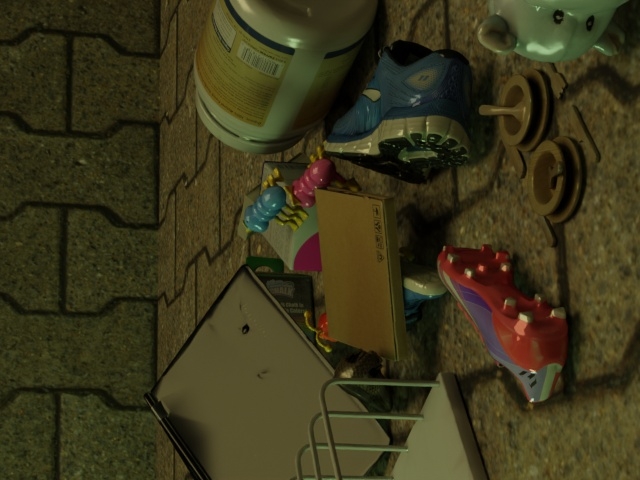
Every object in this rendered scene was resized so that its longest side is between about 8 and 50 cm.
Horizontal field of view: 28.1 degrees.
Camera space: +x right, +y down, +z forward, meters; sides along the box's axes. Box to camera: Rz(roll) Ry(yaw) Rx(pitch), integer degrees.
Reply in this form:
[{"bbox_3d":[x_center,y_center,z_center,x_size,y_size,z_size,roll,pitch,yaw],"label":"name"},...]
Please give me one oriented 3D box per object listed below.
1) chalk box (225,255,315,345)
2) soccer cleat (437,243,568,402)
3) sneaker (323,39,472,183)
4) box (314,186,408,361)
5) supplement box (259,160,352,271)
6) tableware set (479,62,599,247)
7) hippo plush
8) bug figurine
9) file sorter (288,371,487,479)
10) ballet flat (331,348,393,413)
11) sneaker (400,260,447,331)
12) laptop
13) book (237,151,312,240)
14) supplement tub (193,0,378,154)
[{"bbox_3d":[-0.090,0.130,2.091,0.132,0.132,0.213,125,145,-59],"label":"chalk box"},{"bbox_3d":[0.180,0.075,1.319,0.248,0.083,0.095,-132,43,-63],"label":"soccer cleat"},{"bbox_3d":[0.107,-0.159,1.566,0.330,0.130,0.147,-8,65,70],"label":"sneaker"},{"bbox_3d":[0.049,0.038,1.588,0.164,0.021,0.201,14,113,59],"label":"box"},{"bbox_3d":[-0.015,-0.038,1.910,0.220,0.111,0.114,-134,49,-68],"label":"supplement box"},{"bbox_3d":[0.214,-0.100,1.296,0.194,0.039,0.128,-104,24,-44],"label":"tableware set"},{"bbox_3d":[0.172,-0.281,1.137,0.294,0.234,0.236,132,139,-63],"label":"hippo plush"},{"bbox_3d":[0.000,0.000,1.712,0.279,0.072,0.216,54,133,18],"label":"bug figurine"},{"bbox_3d":[0.060,0.314,1.501,0.193,0.173,0.277,-103,23,-44],"label":"file sorter"},{"bbox_3d":[0.059,0.174,1.619,0.058,0.084,0.250,-61,-12,-6],"label":"ballet flat"},{"bbox_3d":[0.112,0.076,1.572,0.152,0.058,0.084,13,112,61],"label":"sneaker"},{"bbox_3d":[-0.066,0.324,1.926,0.382,0.236,0.408,49,166,34],"label":"laptop"},{"bbox_3d":[-0.073,-0.070,2.078,0.035,0.144,0.096,38,141,17],"label":"book"},{"bbox_3d":[-0.063,-0.294,1.913,0.316,0.228,0.228,120,149,-55],"label":"supplement tub"}]
